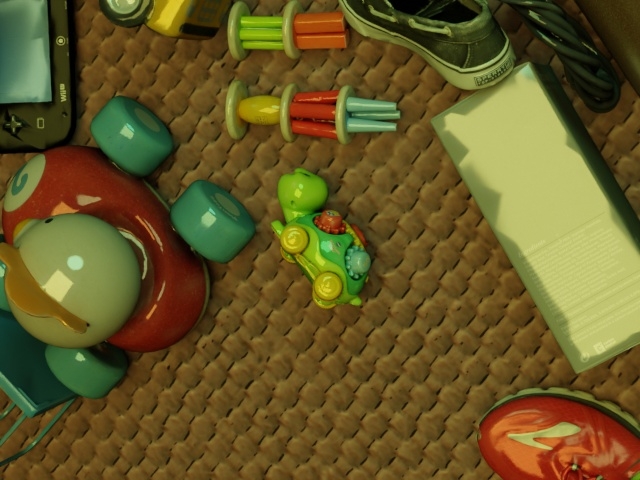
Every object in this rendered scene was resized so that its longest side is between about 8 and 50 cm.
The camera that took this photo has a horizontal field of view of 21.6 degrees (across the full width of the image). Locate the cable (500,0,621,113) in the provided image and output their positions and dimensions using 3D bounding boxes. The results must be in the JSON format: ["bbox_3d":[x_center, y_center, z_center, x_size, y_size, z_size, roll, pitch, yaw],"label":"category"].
[{"bbox_3d":[0.179,-0.163,1.316,0.047,0.184,0.150,-36,80,13],"label":"cable"}]

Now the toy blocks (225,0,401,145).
[{"bbox_3d":[-0.004,-0.145,1.441,0.148,0.054,0.123,3,95,15],"label":"toy blocks"}]

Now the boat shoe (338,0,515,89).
[{"bbox_3d":[0.078,-0.197,1.351,0.078,0.070,0.219,-38,41,-12],"label":"boat shoe"}]

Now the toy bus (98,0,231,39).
[{"bbox_3d":[-0.224,-0.290,1.425,0.333,0.108,0.130,29,100,12],"label":"toy bus"}]

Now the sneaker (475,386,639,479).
[{"bbox_3d":[0.252,0.212,1.363,0.279,0.118,0.107,29,102,12],"label":"sneaker"}]

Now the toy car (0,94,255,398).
[{"bbox_3d":[-0.213,0.014,1.422,0.210,0.238,0.219,46,105,8],"label":"toy car"}]

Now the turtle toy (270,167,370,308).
[{"bbox_3d":[0.000,0.000,1.441,0.066,0.095,0.130,-34,85,-5],"label":"turtle toy"}]

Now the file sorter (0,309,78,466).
[{"bbox_3d":[-0.316,0.115,1.527,0.170,0.118,0.104,46,108,8],"label":"file sorter"}]

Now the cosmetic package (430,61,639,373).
[{"bbox_3d":[0.195,-0.022,1.356,0.107,0.127,0.238,-28,88,16],"label":"cosmetic package"}]

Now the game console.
[{"bbox_3d":[-0.263,-0.260,1.514,0.213,0.044,0.361,0,95,17],"label":"game console"}]

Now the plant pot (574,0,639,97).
[{"bbox_3d":[0.273,-0.197,1.306,0.167,0.167,0.165,-28,95,17],"label":"plant pot"}]
